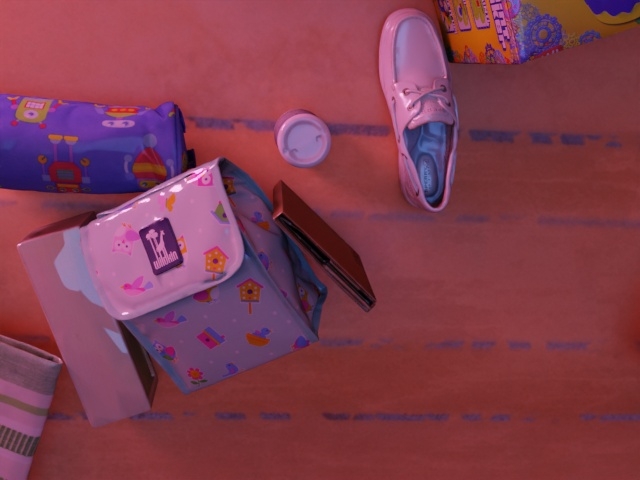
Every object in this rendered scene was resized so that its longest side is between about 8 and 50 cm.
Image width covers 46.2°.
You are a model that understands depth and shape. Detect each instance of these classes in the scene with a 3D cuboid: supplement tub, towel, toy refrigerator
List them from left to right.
[{"bbox_3d":[-0.507,0.254,1.032,0.248,0.038,0.324,22,109,-1],"label":"towel"},{"bbox_3d":[-0.306,0.105,1.024,0.094,0.102,0.269,-18,104,-2],"label":"toy refrigerator"},{"bbox_3d":[-0.025,-0.136,0.993,0.071,0.107,0.071,-1,103,-5],"label":"supplement tub"}]

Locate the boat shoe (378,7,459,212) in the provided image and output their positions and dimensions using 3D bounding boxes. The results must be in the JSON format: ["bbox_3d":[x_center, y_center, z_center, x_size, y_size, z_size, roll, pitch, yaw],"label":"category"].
[{"bbox_3d":[0.143,-0.172,1.008,0.098,0.096,0.277,-12,104,-3],"label":"boat shoe"}]

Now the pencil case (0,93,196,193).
[{"bbox_3d":[-0.316,-0.126,0.958,0.306,0.133,0.119,1,143,-6],"label":"pencil case"}]

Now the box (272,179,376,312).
[{"bbox_3d":[0.000,0.000,0.980,0.021,0.201,0.164,-44,104,9],"label":"box"}]

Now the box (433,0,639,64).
[{"bbox_3d":[0.302,-0.337,0.892,0.290,0.279,0.177,-18,104,-1],"label":"box"}]

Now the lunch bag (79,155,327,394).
[{"bbox_3d":[-0.148,0.041,0.955,0.223,0.160,0.262,-24,117,20],"label":"lunch bag"}]
